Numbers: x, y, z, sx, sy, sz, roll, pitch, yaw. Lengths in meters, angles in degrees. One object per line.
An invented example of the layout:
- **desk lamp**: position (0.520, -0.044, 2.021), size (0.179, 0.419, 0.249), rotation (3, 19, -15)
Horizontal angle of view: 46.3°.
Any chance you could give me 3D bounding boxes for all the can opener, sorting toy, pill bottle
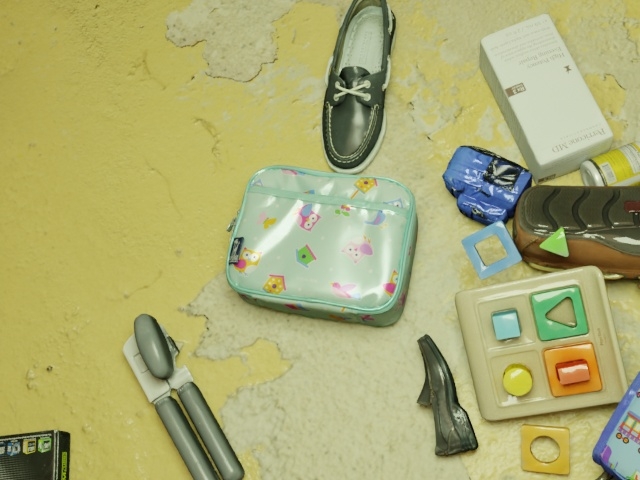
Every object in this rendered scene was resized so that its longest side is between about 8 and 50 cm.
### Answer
- **can opener**: position (-0.210, 0.240, 1.091), size (0.074, 0.093, 0.280), rotation (-33, 74, -2)
- **sorting toy**: position (0.285, 0.141, 0.978), size (0.196, 0.047, 0.347), rotation (-13, 89, 20)
- **pill bottle**: position (0.445, -0.105, 1.087), size (0.116, 0.065, 0.065), rotation (-21, 69, 3)

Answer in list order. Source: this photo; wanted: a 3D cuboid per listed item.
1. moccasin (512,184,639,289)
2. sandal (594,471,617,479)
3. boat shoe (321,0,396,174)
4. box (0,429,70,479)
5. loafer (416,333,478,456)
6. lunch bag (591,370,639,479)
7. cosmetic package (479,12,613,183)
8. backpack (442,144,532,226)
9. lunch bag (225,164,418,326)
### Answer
- **moccasin**: position (0.457, 0.009, 1.018), size (0.380, 0.147, 0.139), rotation (-1, 57, 15)
- **sandal**: position (0.405, 0.303, 0.960), size (0.219, 0.060, 0.090), rotation (-40, 69, -4)
- **boat shoe**: position (0.056, -0.258, 1.199), size (0.114, 0.091, 0.302), rotation (3, 72, 12)
- **box**: position (-0.469, 0.385, 1.112), size (0.191, 0.045, 0.184), rotation (-8, 68, 9)
- **loafer**: position (0.161, 0.215, 1.039), size (0.061, 0.062, 0.170), rotation (-22, 68, 8)
- **lunch bag**: position (0.475, 0.221, 0.871), size (0.221, 0.138, 0.293), rotation (35, 87, 40)
- **cosmetic package**: position (0.337, -0.216, 1.135), size (0.117, 0.085, 0.231), rotation (-22, 68, 4)
- **backpack**: position (0.238, -0.082, 1.102), size (0.120, 0.098, 0.101), rotation (30, 83, 18)
- **lunch bag**: position (0.000, 0.000, 1.115), size (0.279, 0.108, 0.224), rotation (9, 74, 14)
